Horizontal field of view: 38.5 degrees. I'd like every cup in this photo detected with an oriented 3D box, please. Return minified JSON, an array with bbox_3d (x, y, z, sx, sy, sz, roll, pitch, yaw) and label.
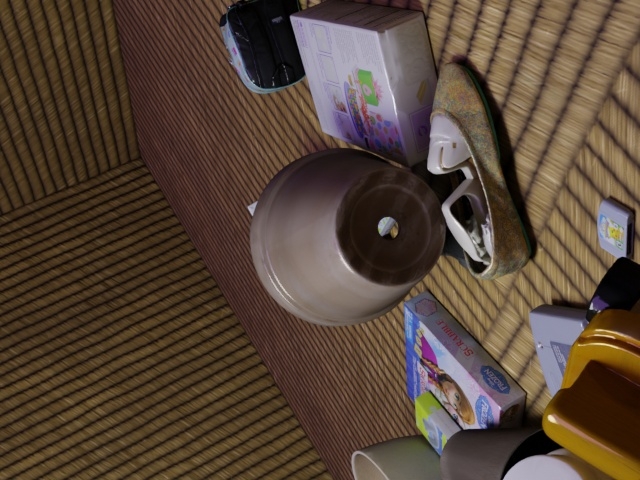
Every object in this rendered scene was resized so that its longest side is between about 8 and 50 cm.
[{"bbox_3d":[0.253,0.561,2.036,0.331,0.236,0.331,52,159,31],"label":"cup"}]

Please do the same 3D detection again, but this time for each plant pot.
[{"bbox_3d":[0.066,-0.012,1.544,0.323,0.323,0.280,66,164,-4],"label":"plant pot"}]

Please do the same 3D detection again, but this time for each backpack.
[{"bbox_3d":[-0.108,-0.397,1.882,0.188,0.165,0.144,68,163,-2],"label":"backpack"}]

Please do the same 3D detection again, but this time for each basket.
[{"bbox_3d":[0.325,0.409,1.629,0.154,0.204,0.227,61,154,-7],"label":"basket"}]

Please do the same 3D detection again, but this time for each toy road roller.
[{"bbox_3d":[0.381,0.204,1.128,0.202,0.240,0.330,31,151,27],"label":"toy road roller"}]

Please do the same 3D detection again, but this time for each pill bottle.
[{"bbox_3d":[0.366,0.359,1.219,0.283,0.161,0.161,18,-157,-46],"label":"pill bottle"}]

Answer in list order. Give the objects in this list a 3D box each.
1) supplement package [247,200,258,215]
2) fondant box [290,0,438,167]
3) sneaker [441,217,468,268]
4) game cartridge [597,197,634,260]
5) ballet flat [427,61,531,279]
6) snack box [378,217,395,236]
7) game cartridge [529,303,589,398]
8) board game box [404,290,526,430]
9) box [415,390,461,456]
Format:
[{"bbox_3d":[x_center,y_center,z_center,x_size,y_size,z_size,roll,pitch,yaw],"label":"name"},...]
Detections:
[{"bbox_3d":[0.000,0.000,2.002,0.262,0.204,0.145,60,179,13],"label":"supplement package"},{"bbox_3d":[0.082,-0.286,1.614,0.330,0.096,0.238,35,146,59],"label":"fondant box"},{"bbox_3d":[0.242,-0.007,1.617,0.170,0.051,0.089,32,143,51],"label":"sneaker"},{"bbox_3d":[0.395,-0.014,1.229,0.056,0.017,0.083,48,156,51],"label":"game cartridge"},{"bbox_3d":[0.228,-0.097,1.424,0.123,0.123,0.349,14,127,67],"label":"ballet flat"},{"bbox_3d":[0.118,-0.073,1.888,0.100,0.037,0.141,59,162,13],"label":"snack box"},{"bbox_3d":[0.426,0.238,1.420,0.196,0.060,0.294,0,114,66],"label":"game cartridge"},{"bbox_3d":[0.287,0.315,1.886,0.318,0.065,0.319,48,156,41],"label":"board game box"},{"bbox_3d":[0.263,0.411,1.909,0.178,0.042,0.109,50,158,41],"label":"box"}]
